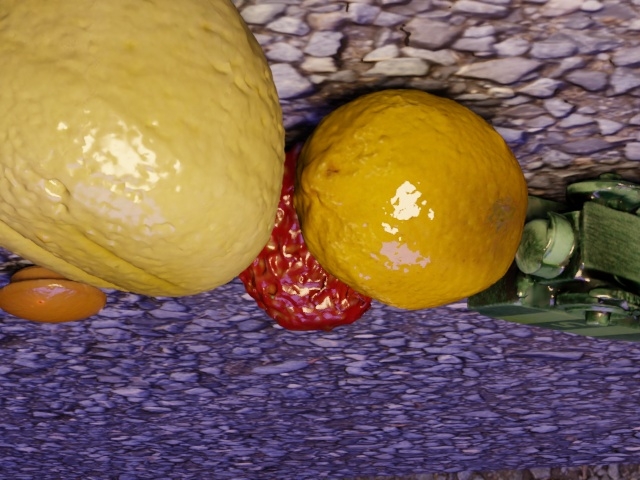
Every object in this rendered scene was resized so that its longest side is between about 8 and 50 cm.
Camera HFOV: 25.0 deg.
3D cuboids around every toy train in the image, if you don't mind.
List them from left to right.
[{"bbox_3d":[0.316,0.026,1.600,0.299,0.167,0.238,13,167,-30],"label":"toy train"}]

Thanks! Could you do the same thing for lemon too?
[{"bbox_3d":[0.085,-0.037,1.332,0.204,0.204,0.260,-16,158,40],"label":"lemon"}]

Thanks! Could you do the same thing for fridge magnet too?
[{"bbox_3d":[-0.349,0.071,1.871,0.143,0.063,0.143,-1,161,0],"label":"fridge magnet"}]

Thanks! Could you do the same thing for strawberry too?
[{"bbox_3d":[0.000,0.000,1.494,0.234,0.178,0.234,-6,160,-2],"label":"strawberry"}]

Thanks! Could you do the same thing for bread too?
[{"bbox_3d":[-0.177,-0.083,1.148,0.320,0.237,0.320,2,157,1],"label":"bread"}]
